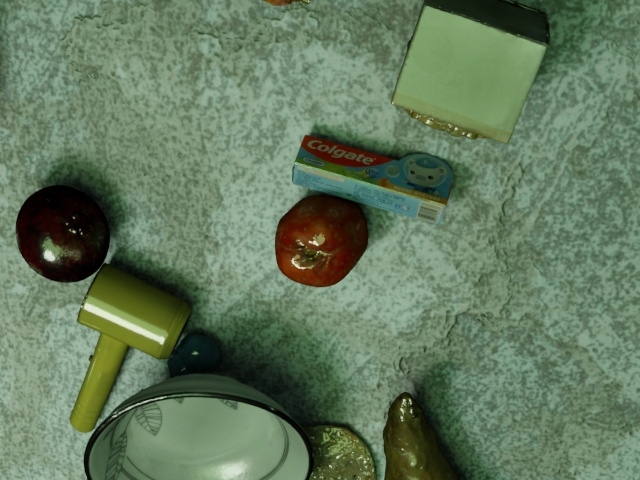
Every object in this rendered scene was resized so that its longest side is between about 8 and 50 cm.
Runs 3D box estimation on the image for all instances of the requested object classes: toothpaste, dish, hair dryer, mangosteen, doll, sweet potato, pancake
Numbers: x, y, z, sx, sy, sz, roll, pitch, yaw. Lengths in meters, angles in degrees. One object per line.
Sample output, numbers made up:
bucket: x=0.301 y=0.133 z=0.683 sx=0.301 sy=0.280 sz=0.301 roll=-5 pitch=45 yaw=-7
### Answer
toothpaste: x=0.066 y=-0.083 z=1.503 sx=0.193 sy=0.070 sz=0.044 roll=16 pitch=147 yaw=4
dish: x=-0.164 y=0.267 z=1.658 sx=0.316 sy=0.106 sz=0.316 roll=-2 pitch=135 yaw=-2
hair dryer: x=-0.282 y=0.167 z=1.683 sx=0.134 sy=0.090 sz=0.279 roll=25 pitch=124 yaw=-3
mangosteen: x=-0.343 y=-0.003 z=1.593 sx=0.140 sy=0.140 sz=0.140 roll=5 pitch=116 yaw=10
doll: x=-0.170 y=0.167 z=1.671 sx=0.076 sy=0.050 sz=0.083 roll=36 pitch=115 yaw=-11
sweet potato: x=0.166 y=0.382 z=1.661 sx=0.130 sy=0.130 sz=0.423 roll=-16 pitch=106 yaw=19
pancake: x=0.009 y=0.322 z=1.718 sx=0.151 sy=0.025 sz=0.152 roll=5 pitch=116 yaw=11

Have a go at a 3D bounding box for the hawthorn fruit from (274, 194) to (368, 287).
hawthorn fruit: x=0.000 y=0.000 z=1.517 sx=0.128 sy=0.128 sz=0.128 roll=5 pitch=116 yaw=10

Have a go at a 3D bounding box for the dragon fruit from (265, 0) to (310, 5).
dragon fruit: x=-0.060 y=-0.330 z=1.384 sx=0.147 sy=0.096 sz=0.102 roll=35 pitch=114 yaw=-7

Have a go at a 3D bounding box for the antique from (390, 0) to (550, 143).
antique: x=0.165 y=-0.199 z=1.367 sx=0.146 sy=0.152 sz=0.148 roll=18 pitch=115 yaw=1
